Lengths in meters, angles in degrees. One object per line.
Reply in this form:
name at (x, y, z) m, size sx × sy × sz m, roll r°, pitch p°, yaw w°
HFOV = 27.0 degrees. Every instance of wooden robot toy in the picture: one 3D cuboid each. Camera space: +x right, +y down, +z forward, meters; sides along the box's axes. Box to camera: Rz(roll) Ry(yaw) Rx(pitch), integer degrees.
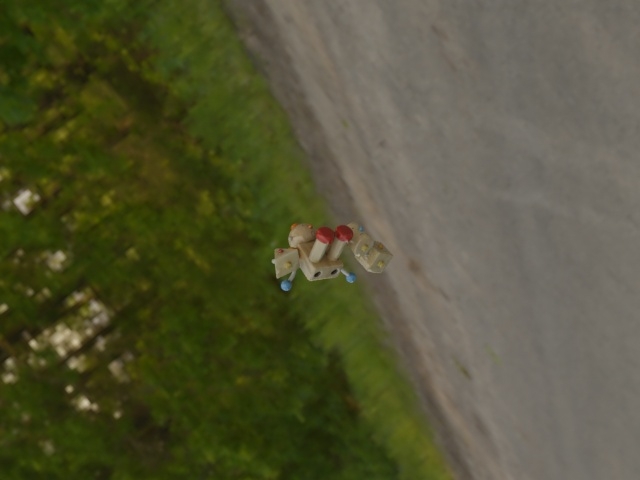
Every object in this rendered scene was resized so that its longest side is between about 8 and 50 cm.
wooden robot toy at (0.000, 0.000, 1.512) m, size 0.079 × 0.173 × 0.076 m, roll 50°, pitch 131°, yaw 37°
